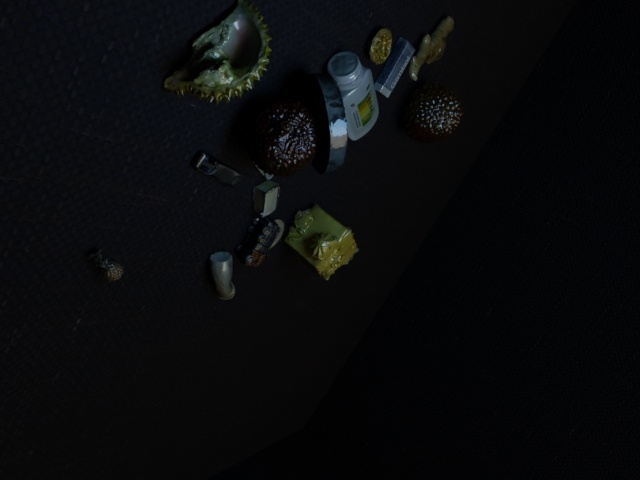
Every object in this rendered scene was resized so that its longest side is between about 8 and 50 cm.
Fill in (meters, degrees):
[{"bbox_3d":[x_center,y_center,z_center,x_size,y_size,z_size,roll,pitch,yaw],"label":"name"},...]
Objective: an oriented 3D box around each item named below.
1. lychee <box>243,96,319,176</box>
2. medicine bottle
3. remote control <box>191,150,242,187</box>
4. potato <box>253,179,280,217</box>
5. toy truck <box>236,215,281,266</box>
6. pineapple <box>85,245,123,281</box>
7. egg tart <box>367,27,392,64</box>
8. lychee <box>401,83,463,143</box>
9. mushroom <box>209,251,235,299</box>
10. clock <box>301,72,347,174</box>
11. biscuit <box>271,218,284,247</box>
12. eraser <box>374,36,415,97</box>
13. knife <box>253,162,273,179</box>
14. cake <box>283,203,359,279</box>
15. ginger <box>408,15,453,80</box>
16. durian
[{"bbox_3d":[-0.118,-0.306,1.494,0.236,0.236,0.271,-49,176,-9],"label":"lychee"},{"bbox_3d":[0.110,-0.509,1.736,0.179,0.124,0.324,-48,153,-9],"label":"medicine bottle"},{"bbox_3d":[-0.310,-0.213,1.500,0.059,0.028,0.212,-57,154,4],"label":"remote control"},{"bbox_3d":[-0.193,-0.147,1.742,0.086,0.061,0.122,-33,149,-37],"label":"potato"},{"bbox_3d":[-0.227,0.003,1.825,0.092,0.083,0.192,19,106,-50],"label":"toy truck"},{"bbox_3d":[-0.596,0.061,1.351,0.058,0.058,0.124,-46,139,-16],"label":"pineapple"},{"bbox_3d":[0.207,-0.693,1.754,0.128,0.049,0.129,-37,144,-33],"label":"egg tart"},{"bbox_3d":[0.495,-0.552,2.180,0.267,0.267,0.268,-39,151,-27],"label":"lychee"},{"bbox_3d":[-0.355,0.138,1.800,0.081,0.092,0.224,-1,135,-3],"label":"mushroom"},{"bbox_3d":[0.007,-0.362,1.542,0.061,0.313,0.313,-10,139,-14],"label":"clock"},{"bbox_3d":[-0.197,-0.021,1.937,0.152,0.020,0.152,-41,152,-28],"label":"biscuit"},{"bbox_3d":[0.286,-0.668,1.917,0.091,0.046,0.213,2,120,-60],"label":"eraser"},{"bbox_3d":[-0.196,-0.252,1.649,0.044,0.023,0.162,-50,154,-12],"label":"knife"},{"bbox_3d":[0.000,0.000,2.057,0.222,0.227,0.286,-48,154,-10],"label":"cake"},{"bbox_3d":[0.442,-0.771,2.003,0.334,0.081,0.148,-48,158,-25],"label":"ginger"},{"bbox_3d":[-0.237,-0.439,1.218,0.306,0.172,0.167,-42,129,-6],"label":"durian"}]
